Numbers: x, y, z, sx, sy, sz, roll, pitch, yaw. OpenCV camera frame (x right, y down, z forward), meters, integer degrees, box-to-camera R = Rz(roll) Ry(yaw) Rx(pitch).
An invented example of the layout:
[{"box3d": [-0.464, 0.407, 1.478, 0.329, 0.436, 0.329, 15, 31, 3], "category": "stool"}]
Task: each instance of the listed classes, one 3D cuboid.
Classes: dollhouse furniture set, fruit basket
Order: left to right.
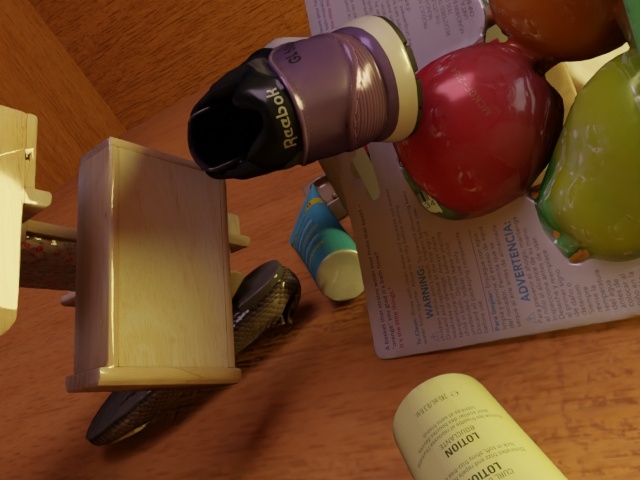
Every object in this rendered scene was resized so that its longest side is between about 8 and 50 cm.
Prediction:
[{"box3d": [-0.245, 0.061, 0.538, 0.356, 0.303, 0.173, -21, 67, 38], "category": "dollhouse furniture set"}, {"box3d": [0.026, -0.125, 0.788, 0.151, 0.123, 0.144, -32, 23, 3], "category": "dollhouse furniture set"}, {"box3d": [0.157, -0.104, 0.420, 0.353, 0.326, 0.166, -21, -13, 42], "category": "fruit basket"}]

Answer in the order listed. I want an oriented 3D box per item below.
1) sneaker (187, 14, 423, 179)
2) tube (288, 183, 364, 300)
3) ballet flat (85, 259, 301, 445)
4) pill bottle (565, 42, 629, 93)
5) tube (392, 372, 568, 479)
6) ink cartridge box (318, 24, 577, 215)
[{"box3d": [-0.053, -0.097, 0.471, 0.124, 0.107, 0.283, -23, 11, -21], "category": "sneaker"}, {"box3d": [0.000, 0.000, 0.666, 0.080, 0.052, 0.207, -63, 20, 11], "category": "tube"}, {"box3d": [-0.117, 0.117, 0.599, 0.250, 0.058, 0.084, -41, 23, -5], "category": "ballet flat"}, {"box3d": [0.248, -0.262, 0.717, 0.169, 0.169, 0.301, -34, 23, -2], "category": "pill bottle"}, {"box3d": [0.100, 0.145, 0.252, 0.240, 0.062, 0.070, -122, 48, -62], "category": "tube"}, {"box3d": [0.109, -0.123, 0.581, 0.235, 0.193, 0.088, -24, 18, 23], "category": "ink cartridge box"}]
